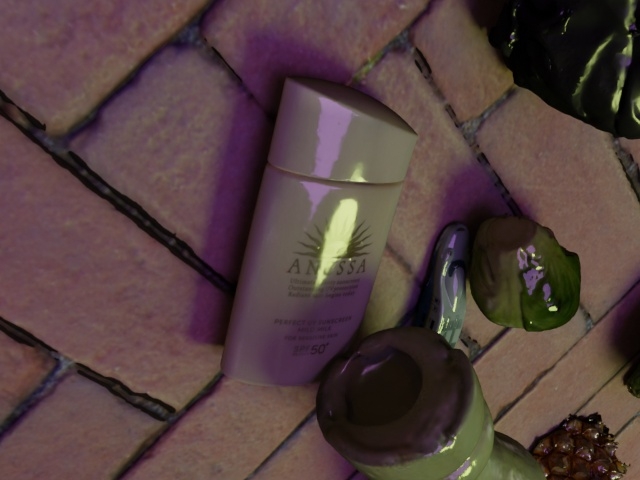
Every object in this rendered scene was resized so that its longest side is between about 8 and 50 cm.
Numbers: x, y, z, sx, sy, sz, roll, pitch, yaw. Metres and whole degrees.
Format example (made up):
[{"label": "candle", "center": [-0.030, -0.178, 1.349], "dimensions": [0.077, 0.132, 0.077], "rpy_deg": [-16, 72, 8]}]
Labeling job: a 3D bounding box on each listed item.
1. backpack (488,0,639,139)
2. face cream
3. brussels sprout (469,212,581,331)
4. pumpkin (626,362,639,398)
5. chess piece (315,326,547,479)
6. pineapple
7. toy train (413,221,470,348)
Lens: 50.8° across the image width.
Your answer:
[{"label": "backpack", "center": [0.347, -0.336, 0.653], "dimensions": [0.363, 0.255, 0.446], "rpy_deg": [-25, 139, -13]}, {"label": "face cream", "center": [0.000, 0.000, 0.752], "dimensions": [0.173, 0.081, 0.349], "rpy_deg": [2, 115, -31]}, {"label": "brussels sprout", "center": [0.270, 0.047, 0.884], "dimensions": [0.183, 0.131, 0.145], "rpy_deg": [17, 93, -45]}, {"label": "pumpkin", "center": [0.663, 0.213, 1.155], "dimensions": [0.295, 0.296, 0.296], "rpy_deg": [-13, 121, -22]}, {"label": "chess piece", "center": [0.163, 0.290, 0.880], "dimensions": [0.234, 0.234, 0.442], "rpy_deg": [-37, 134, -6]}, {"label": "pineapple", "center": [0.504, 0.489, 1.174], "dimensions": [0.262, 0.272, 0.262], "rpy_deg": [-13, 122, -22]}, {"label": "toy train", "center": [0.166, 0.090, 0.911], "dimensions": [0.052, 0.051, 0.234], "rpy_deg": [-2, 117, -31]}]
